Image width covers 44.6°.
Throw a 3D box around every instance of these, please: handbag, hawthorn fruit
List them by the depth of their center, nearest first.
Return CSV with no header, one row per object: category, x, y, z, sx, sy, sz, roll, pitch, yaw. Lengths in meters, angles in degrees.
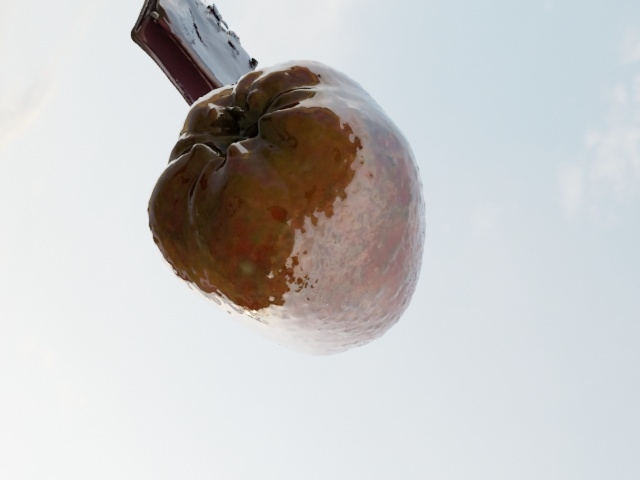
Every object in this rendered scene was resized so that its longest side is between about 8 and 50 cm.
hawthorn fruit,0.000,0.000,0.461,0.162,0.203,0.163,-22,-137,22
handbag,-0.179,-0.281,1.140,0.074,0.203,0.216,-28,-145,19
